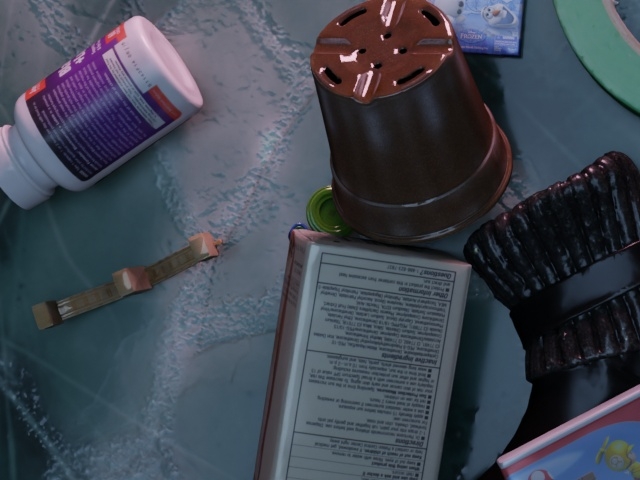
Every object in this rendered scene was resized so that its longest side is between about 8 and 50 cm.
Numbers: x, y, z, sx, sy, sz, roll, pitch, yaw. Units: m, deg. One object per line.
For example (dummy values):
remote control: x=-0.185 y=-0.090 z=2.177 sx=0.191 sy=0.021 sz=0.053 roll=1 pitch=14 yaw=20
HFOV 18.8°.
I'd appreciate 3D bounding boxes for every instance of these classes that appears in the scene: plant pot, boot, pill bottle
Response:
plant pot: x=0.069 y=-0.111 z=1.677 sx=0.167 sy=0.165 sz=0.167 roll=-10 pitch=48 yaw=11
boot: x=0.190 y=0.111 z=1.700 sx=0.348 sy=0.131 sz=0.260 roll=-36 pitch=90 yaw=-2
pill bottle: x=-0.216 y=-0.113 z=1.797 sx=0.193 sy=0.108 sz=0.108 roll=-34 pitch=84 yaw=9

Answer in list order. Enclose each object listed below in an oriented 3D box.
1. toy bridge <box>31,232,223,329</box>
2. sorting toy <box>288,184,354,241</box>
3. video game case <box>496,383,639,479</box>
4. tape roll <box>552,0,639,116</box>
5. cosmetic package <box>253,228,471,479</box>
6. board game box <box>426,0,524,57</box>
toy bridge: x=-0.175 y=0.037 z=1.811 sx=0.188 sy=0.063 sz=0.026 roll=-23 pitch=86 yaw=12
sorting toy: x=0.000 y=0.000 z=1.793 sx=0.061 sy=0.042 sz=0.102 roll=14 pitch=80 yaw=-4
video game case: x=0.301 y=0.265 z=1.626 sx=0.204 sy=0.025 sz=0.285 roll=-27 pitch=93 yaw=-2
tape roll: x=0.362 y=-0.250 z=1.698 sx=0.321 sy=0.077 sz=0.321 roll=0 pitch=90 yaw=12
cosmetic package: x=0.029 y=0.148 z=1.715 sx=0.153 sy=0.129 sz=0.296 roll=10 pitch=94 yaw=-9
board game box: x=0.142 y=-0.216 z=1.770 sx=0.090 sy=0.020 sz=0.090 roll=4 pitch=89 yaw=11
